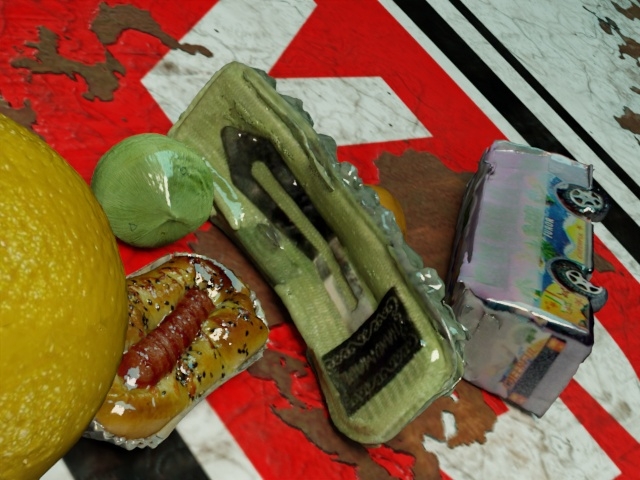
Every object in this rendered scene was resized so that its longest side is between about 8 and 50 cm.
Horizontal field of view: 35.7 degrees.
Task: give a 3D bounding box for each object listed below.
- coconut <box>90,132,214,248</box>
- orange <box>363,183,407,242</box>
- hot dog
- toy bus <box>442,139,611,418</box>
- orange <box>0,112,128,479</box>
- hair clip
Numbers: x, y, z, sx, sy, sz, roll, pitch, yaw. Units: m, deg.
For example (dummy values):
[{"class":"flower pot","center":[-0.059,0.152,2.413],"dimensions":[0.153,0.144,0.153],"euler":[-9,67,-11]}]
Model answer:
[{"class":"coconut","center":[-0.122,-0.036,0.729],"dimensions":[0.088,0.087,0.096],"euler":[14,19,-31]},{"class":"orange","center":[0.034,-0.007,0.845],"dimensions":[0.084,0.083,0.083],"euler":[24,36,-19]},{"class":"hot dog","center":[-0.106,0.064,0.651],"dimensions":[0.108,0.059,0.191],"euler":[47,32,6]},{"class":"toy bus","center":[0.191,0.016,0.943],"dimensions":[0.138,0.112,0.317],"euler":[24,33,-2]},{"class":"orange","center":[-0.205,0.031,0.455],"dimensions":[0.236,0.236,0.236],"euler":[24,36,-19]},{"class":"hair clip","center":[0.001,0.001,0.763],"dimensions":[0.091,0.138,0.321],"euler":[4,45,-55]}]
